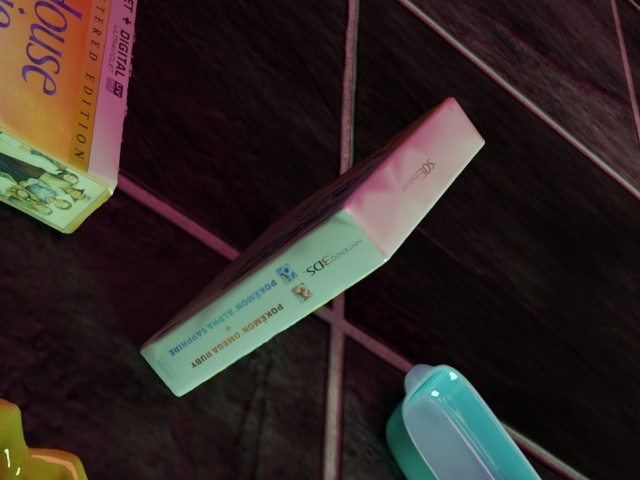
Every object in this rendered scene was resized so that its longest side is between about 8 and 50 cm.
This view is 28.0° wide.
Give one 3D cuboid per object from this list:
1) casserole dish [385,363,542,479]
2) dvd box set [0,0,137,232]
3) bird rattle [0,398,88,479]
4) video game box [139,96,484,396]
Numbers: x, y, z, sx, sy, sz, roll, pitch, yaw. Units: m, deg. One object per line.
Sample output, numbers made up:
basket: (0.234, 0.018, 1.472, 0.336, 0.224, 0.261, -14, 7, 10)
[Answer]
casserole dish: (0.112, 0.178, 0.947, 0.188, 0.037, 0.114, 53, 33, 2)
dvd box set: (-0.299, -0.216, 0.781, 0.420, 0.062, 0.308, 30, 40, -31)
bird rattle: (-0.131, 0.184, 0.490, 0.206, 0.143, 0.253, 17, 26, 5)
video game box: (0.000, 0.000, 0.836, 0.048, 0.187, 0.205, 50, 33, -4)
